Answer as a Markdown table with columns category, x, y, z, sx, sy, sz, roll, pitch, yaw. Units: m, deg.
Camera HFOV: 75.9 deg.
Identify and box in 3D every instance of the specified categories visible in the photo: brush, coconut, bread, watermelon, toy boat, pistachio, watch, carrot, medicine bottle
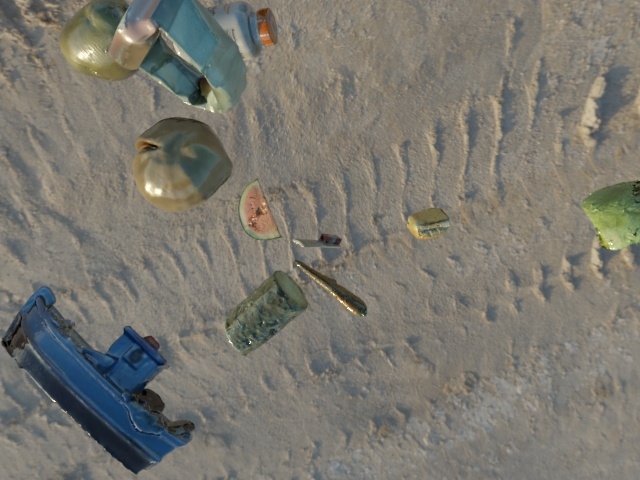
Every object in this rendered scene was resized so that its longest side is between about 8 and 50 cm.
| category | x | y | z | sx | sy | sz | roll | pitch | yaw |
| --- | --- | --- | --- | --- | --- | --- | --- | --- | --- |
| brush | 0.000 | 0.000 | 1.570 | 0.060 | 0.321 | 0.050 | 30 | 103 | 24 |
| coconut | 0.410 | -0.036 | 0.525 | 0.133 | 0.158 | 0.055 | -22 | 124 | -19 |
| bread | 0.355 | -0.050 | 1.352 | 0.125 | 0.106 | 0.082 | -12 | 121 | 1 |
| watermelon | -0.143 | -0.058 | 1.001 | 0.086 | 0.069 | 0.163 | -29 | 72 | 20 |
| toy boat | -0.215 | 0.129 | 0.418 | 0.223 | 0.100 | 0.097 | 42 | 66 | 3 |
| pistachio | -0.188 | -0.097 | 0.556 | 0.124 | 0.185 | 0.125 | 2 | 84 | -22 |
| watch | -0.257 | -0.352 | 0.798 | 0.241 | 0.253 | 0.162 | 32 | 79 | -31 |
| carrot | 0.024 | 0.123 | 1.105 | 0.254 | 0.049 | 0.049 | 35 | 114 | 22 |
| medicine bottle | -0.278 | -0.611 | 1.218 | 0.288 | 0.157 | 0.157 | -4 | 116 | 12 |

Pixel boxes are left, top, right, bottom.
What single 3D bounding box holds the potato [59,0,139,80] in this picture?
| category | x | y | z | sx | sy | sz | roll | pitch | yaw |
| --- | --- | --- | --- | --- | --- | --- | --- | --- | --- |
| potato | -0.719 | -0.672 | 1.396 | 0.326 | 0.221 | 0.243 | -12 | 154 | 27 |

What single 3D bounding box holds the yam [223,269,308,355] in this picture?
| category | x | y | z | sx | sy | sz | roll | pitch | yaw |
| --- | --- | --- | --- | --- | --- | --- | --- | --- | --- |
| yam | -0.129 | 0.164 | 0.899 | 0.194 | 0.107 | 0.107 | -41 | 111 | 15 |
